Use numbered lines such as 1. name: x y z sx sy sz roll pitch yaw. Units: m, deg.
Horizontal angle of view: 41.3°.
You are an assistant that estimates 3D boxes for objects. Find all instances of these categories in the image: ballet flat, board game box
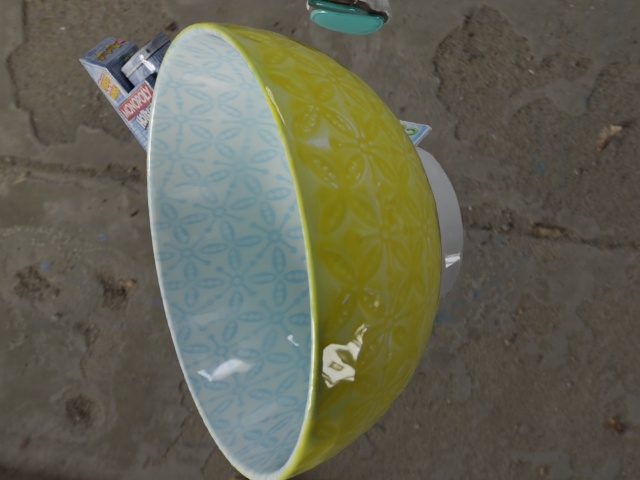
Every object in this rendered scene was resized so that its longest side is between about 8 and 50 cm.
1. ballet flat: 0.046 -0.389 1.268 0.139 0.400 0.139 1 99 4
2. board game box: -0.232 -0.201 1.155 0.194 0.194 0.060 49 64 -13

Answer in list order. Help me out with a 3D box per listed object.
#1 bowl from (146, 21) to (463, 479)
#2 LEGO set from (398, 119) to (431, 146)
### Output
1. bowl: 0.000 0.000 0.568 0.156 0.289 0.289 -9 111 -25
2. LEGO set: -0.012 -0.130 1.058 0.244 0.182 0.060 18 140 36
